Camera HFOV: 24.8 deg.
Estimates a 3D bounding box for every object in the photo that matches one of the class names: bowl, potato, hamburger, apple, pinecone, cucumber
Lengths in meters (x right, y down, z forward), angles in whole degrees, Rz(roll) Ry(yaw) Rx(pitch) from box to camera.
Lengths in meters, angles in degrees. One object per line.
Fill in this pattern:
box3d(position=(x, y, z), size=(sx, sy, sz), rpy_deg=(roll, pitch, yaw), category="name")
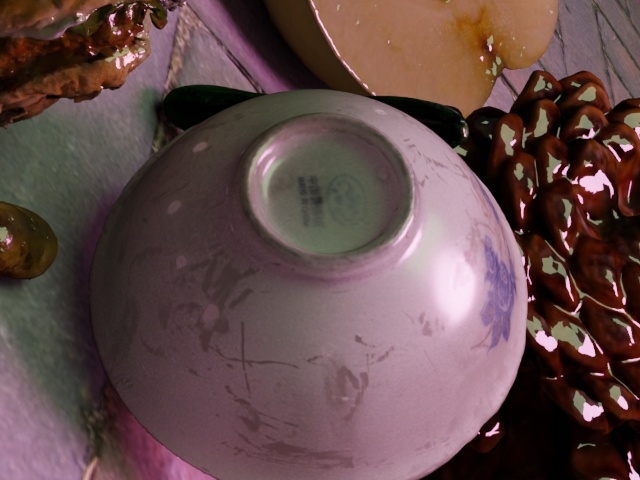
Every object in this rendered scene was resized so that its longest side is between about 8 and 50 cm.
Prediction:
box3d(position=(0.000, 0.000, 0.964), size=(0.146, 0.313, 0.313), rpy_deg=(102, -23, -60), category="bowl")
box3d(position=(-0.199, -0.001, 0.924), size=(0.083, 0.040, 0.051), rpy_deg=(10, 61, -60), category="potato")
box3d(position=(-0.189, -0.181, 0.943), size=(0.130, 0.183, 0.206), rpy_deg=(77, 5, -49), category="hamburger")
box3d(position=(0.096, -0.301, 1.514), size=(0.312, 0.320, 0.360), rpy_deg=(-99, 163, -61), category="apple")
box3d(position=(0.180, 0.071, 1.235), size=(0.398, 0.397, 0.398), rpy_deg=(45, 29, -34), category="pinecone")
box3d(position=(-0.008, -0.094, 1.162), size=(0.056, 0.284, 0.056), rpy_deg=(-23, 117, -58), category="cucumber")

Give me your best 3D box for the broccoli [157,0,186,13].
box3d(position=(-0.168, -0.330, 1.188), size=(0.252, 0.221, 0.361), rpy_deg=(28, 25, -2), category="broccoli")
